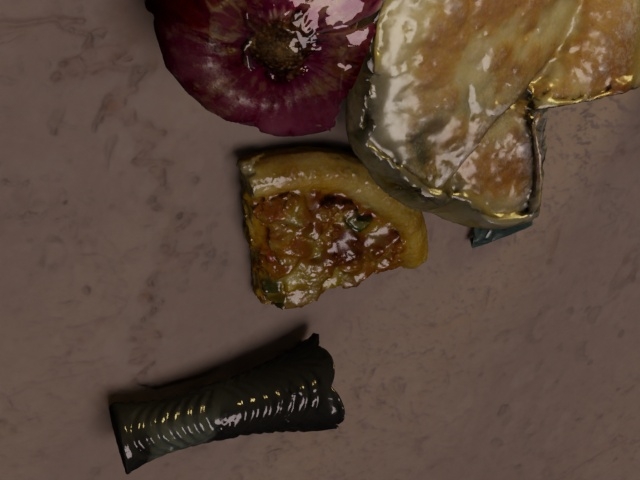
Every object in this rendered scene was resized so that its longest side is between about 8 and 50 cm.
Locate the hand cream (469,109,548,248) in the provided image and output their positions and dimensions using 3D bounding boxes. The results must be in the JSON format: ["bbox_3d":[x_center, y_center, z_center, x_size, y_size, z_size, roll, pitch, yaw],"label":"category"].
[{"bbox_3d":[0.202,-0.091,1.338,0.075,0.052,0.248,-2,140,-1],"label":"hand cream"}]

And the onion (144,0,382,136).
[{"bbox_3d":[-0.044,-0.191,0.992,0.200,0.201,0.207,-10,160,-24],"label":"onion"}]

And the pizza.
[{"bbox_3d":[0.000,0.000,1.279,0.197,0.058,0.292,-45,137,14],"label":"pizza"}]

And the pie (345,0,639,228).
[{"bbox_3d":[0.162,-0.169,1.160,0.337,0.075,0.338,-11,114,-26],"label":"pie"}]

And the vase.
[{"bbox_3d":[-0.104,0.181,1.359,0.237,0.115,0.115,-13,135,-14],"label":"vase"}]
